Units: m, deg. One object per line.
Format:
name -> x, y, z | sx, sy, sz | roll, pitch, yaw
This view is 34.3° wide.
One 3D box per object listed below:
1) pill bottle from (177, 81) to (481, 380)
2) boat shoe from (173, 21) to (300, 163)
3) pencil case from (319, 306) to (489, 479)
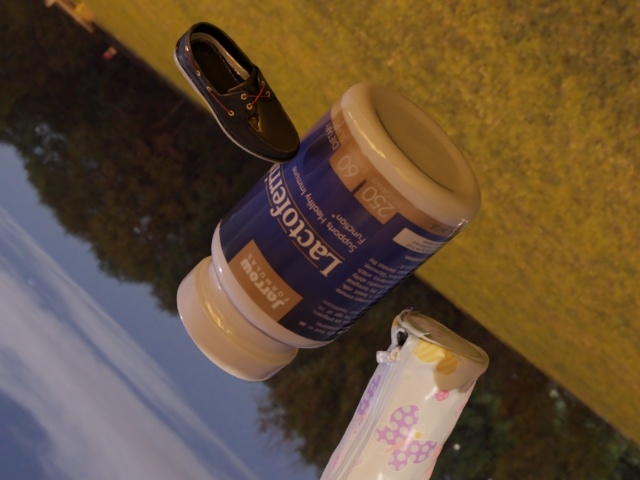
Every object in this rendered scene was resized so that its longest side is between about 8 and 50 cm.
pill bottle -> 0.000, 0.000, 0.915 | 0.153, 0.265, 0.153 | 35, -153, -22
boat shoe -> -0.064, -0.116, 0.828 | 0.133, 0.049, 0.042 | 48, 155, -5
pencil case -> 0.081, 0.215, 1.141 | 0.113, 0.273, 0.124 | 31, -167, 30
